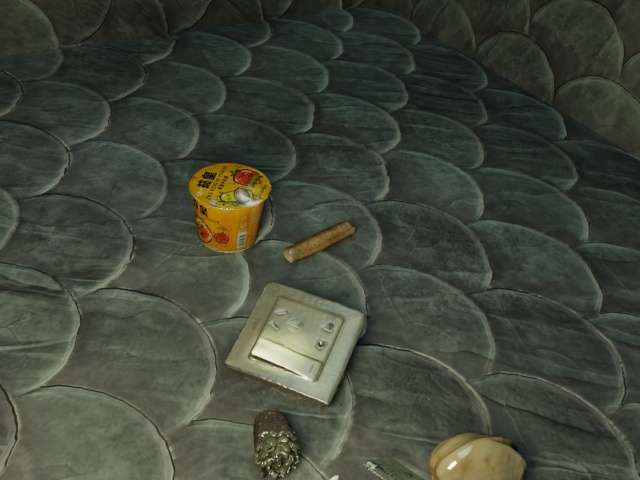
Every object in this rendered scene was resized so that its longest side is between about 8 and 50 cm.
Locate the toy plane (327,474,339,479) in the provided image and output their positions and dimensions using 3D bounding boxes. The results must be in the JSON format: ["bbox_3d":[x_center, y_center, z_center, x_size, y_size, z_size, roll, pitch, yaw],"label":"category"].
[{"bbox_3d":[-0.068,0.514,1.319,0.262,0.088,0.192,-32,54,-22],"label":"toy plane"}]

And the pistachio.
[{"bbox_3d":[0.312,0.446,1.458,0.238,0.153,0.137,19,36,-41],"label":"pistachio"}]

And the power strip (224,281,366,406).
[{"bbox_3d":[-0.053,0.239,1.682,0.257,0.092,0.251,20,47,12],"label":"power strip"}]

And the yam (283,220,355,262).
[{"bbox_3d":[0.000,0.000,2.028,0.241,0.056,0.057,-24,48,-35],"label":"yam"}]

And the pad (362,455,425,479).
[{"bbox_3d":[0.214,0.487,1.405,0.265,0.009,0.159,29,3,25],"label":"pad"}]

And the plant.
[{"bbox_3d":[-0.092,0.406,1.467,0.092,0.094,0.143,12,24,-20],"label":"plant"}]

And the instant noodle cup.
[{"bbox_3d":[-0.245,-0.082,1.984,0.216,0.172,0.215,5,38,-4],"label":"instant noodle cup"}]
